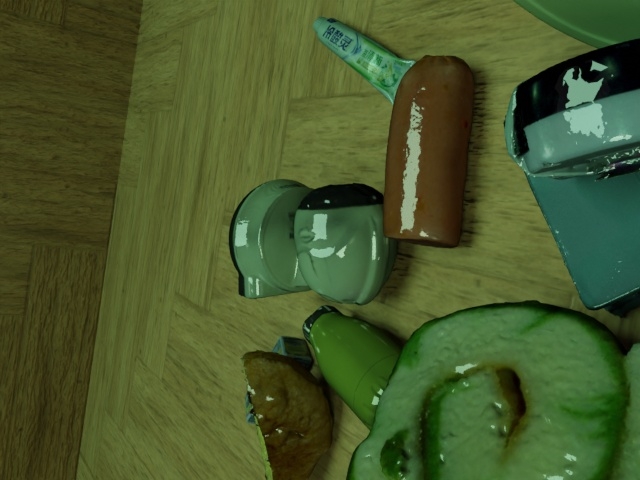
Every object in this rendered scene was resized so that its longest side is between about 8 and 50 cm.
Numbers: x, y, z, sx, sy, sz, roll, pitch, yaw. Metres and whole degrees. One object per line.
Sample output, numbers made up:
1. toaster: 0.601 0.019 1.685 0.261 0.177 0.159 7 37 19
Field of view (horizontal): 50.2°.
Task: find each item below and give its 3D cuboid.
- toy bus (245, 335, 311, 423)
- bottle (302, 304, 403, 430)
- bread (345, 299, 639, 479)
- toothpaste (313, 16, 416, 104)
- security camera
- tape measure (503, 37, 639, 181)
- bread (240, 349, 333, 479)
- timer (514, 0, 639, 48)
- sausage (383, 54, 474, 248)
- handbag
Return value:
1. toy bus: -0.083 0.259 1.253 0.190 0.064 0.075 -59 33 34
2. bottle: 0.057 0.176 0.993 0.260 0.112 0.112 37 115 55
3. bread: 0.199 0.201 0.614 0.382 0.129 0.366 -30 34 23
4. toothpaste: 0.066 -0.315 1.146 0.297 0.048 0.074 50 123 46
5. security camera: 0.000 0.000 1.060 0.277 0.197 0.191 6 98 52
6. tape measure: 0.259 -0.108 0.597 0.182 0.181 0.107 -13 87 41
7. bread: -0.050 0.287 1.123 0.129 0.134 0.260 -123 25 -65
8. timer: 0.314 -0.356 0.580 0.315 0.291 0.291 -59 34 0
9. sausage: 0.144 -0.122 0.916 0.113 0.114 0.259 1 85 59
10. handbag: 0.300 -0.047 0.699 0.144 0.057 0.221 -39 50 40
